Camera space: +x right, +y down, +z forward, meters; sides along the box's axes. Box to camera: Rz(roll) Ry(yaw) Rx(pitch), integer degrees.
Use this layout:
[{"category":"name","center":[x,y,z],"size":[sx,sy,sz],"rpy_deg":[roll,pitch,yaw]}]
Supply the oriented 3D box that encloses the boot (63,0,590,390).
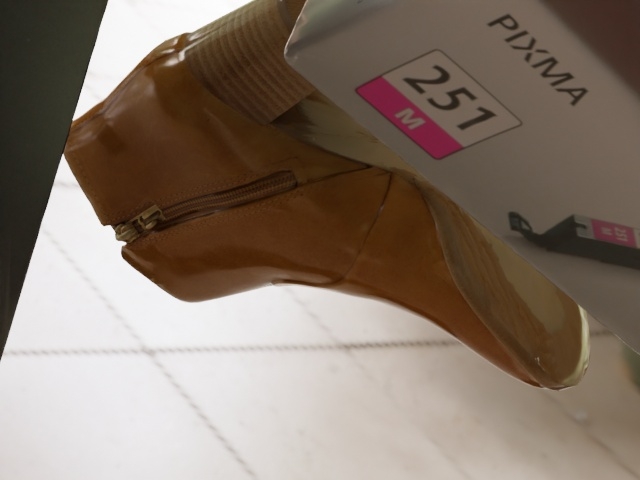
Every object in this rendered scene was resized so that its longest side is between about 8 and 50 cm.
[{"category":"boot","center":[-0.001,0.000,0.876],"size":[0.295,0.211,0.104],"rpy_deg":[49,40,-12]}]

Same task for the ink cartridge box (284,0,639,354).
[{"category":"ink cartridge box","center":[0.162,-0.054,0.628],"size":[0.275,0.239,0.060],"rpy_deg":[38,56,-25]}]

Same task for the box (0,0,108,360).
[{"category":"box","center":[-0.283,-0.088,0.677],"size":[0.312,0.343,0.179],"rpy_deg":[7,-13,29]}]
